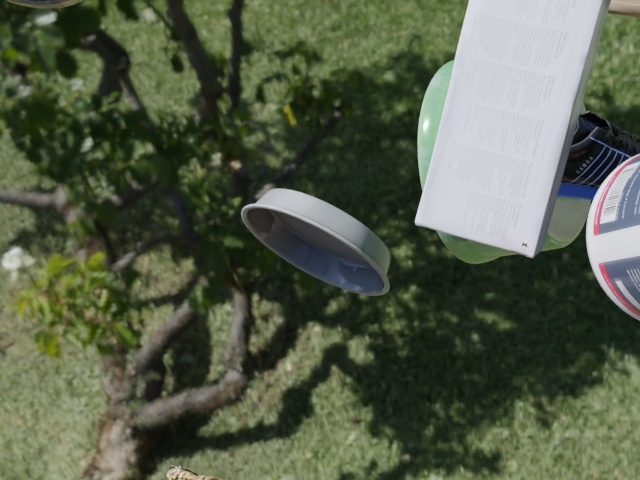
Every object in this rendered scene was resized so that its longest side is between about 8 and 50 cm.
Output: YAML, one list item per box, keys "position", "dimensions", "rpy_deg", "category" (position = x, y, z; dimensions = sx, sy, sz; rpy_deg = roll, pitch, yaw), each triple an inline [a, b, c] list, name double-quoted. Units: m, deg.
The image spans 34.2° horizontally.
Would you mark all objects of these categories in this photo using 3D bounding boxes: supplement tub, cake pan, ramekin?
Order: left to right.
- position: [0.000, 0.000, 1.830]
  dimensions: [0.293, 0.293, 0.054]
  rpy_deg: [18, 70, 32]
  category: "cake pan"
- position: [0.278, -0.120, 1.502]
  dimensions: [0.148, 0.303, 0.303]
  rpy_deg: [-4, 40, 35]
  category: "ramekin"
- position: [0.392, -0.014, 0.983]
  dimensions: [0.191, 0.191, 0.272]
  rpy_deg: [-28, 1, -14]
  category: "supplement tub"

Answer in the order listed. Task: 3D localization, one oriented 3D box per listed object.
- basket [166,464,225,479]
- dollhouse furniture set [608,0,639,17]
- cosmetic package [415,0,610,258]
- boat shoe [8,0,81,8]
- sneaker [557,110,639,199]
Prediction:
- position: [-0.046, 0.403, 1.131]
  dimensions: [0.213, 0.299, 0.223]
  rpy_deg: [6, 68, 40]
  category: "basket"
- position: [0.411, -0.339, 1.129]
  dimensions: [0.362, 0.256, 0.394]
  rpy_deg: [9, 24, 7]
  category: "dollhouse furniture set"
- position: [0.152, -0.116, 0.799]
  dimensions: [0.099, 0.239, 0.060]
  rpy_deg: [18, 14, 20]
  category: "cosmetic package"
- position: [-0.249, -0.316, 1.087]
  dimensions: [0.302, 0.103, 0.113]
  rpy_deg: [0, 76, 25]
  category: "boat shoe"
- position: [0.328, -0.100, 1.200]
  dimensions: [0.232, 0.090, 0.081]
  rpy_deg: [0, 38, -7]
  category: "sneaker"
